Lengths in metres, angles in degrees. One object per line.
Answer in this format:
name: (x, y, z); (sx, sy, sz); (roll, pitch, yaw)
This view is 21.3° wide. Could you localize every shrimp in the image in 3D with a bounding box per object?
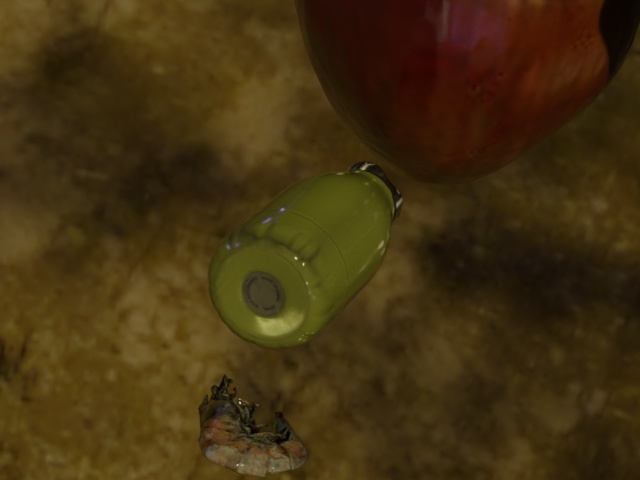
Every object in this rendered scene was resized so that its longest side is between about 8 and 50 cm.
shrimp: (-0.059, 0.155, 1.369); (0.091, 0.034, 0.161); (14, 15, -14)

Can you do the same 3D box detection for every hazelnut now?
hazelnut: (0.155, -0.254, 1.751); (0.353, 0.420, 0.421); (4, 33, 6)

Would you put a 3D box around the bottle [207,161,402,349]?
bottle: (0.000, 0.000, 1.486); (0.112, 0.112, 0.260); (25, 28, 12)
